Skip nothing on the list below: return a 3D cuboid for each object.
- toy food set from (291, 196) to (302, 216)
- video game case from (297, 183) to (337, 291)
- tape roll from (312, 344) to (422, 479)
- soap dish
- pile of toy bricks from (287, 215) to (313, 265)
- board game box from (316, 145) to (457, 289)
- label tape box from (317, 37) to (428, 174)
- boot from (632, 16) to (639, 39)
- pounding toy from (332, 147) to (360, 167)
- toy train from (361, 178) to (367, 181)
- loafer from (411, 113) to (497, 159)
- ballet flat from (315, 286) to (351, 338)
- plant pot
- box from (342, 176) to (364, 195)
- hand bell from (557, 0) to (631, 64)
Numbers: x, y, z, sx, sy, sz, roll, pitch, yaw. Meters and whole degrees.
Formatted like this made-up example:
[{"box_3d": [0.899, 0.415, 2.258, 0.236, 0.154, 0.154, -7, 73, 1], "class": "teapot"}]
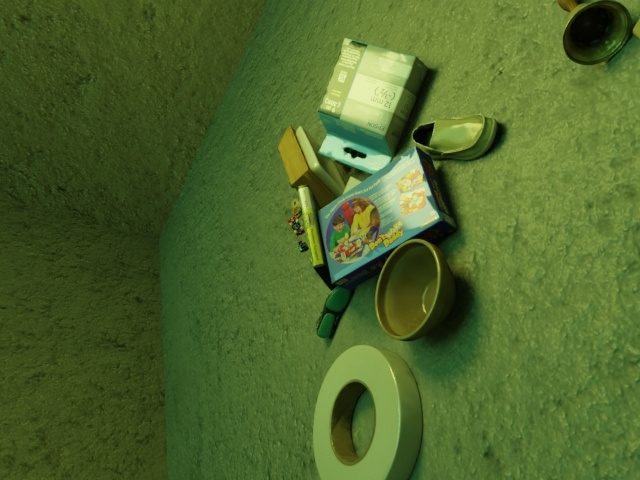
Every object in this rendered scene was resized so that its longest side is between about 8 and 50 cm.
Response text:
[{"box_3d": [-0.084, -0.129, 2.209, 0.082, 0.020, 0.083, -35, 46, 50], "class": "toy food set"}, {"box_3d": [0.000, 0.000, 1.722, 0.275, 0.035, 0.249, 57, -161, -68], "class": "video game case"}, {"box_3d": [0.106, 0.462, 1.474, 0.392, 0.071, 0.392, -39, 42, 47], "class": "tape roll"}, {"box_3d": [-0.025, -0.223, 1.922, 0.118, 0.229, 0.291, -36, 39, 13], "class": "soap dish"}, {"box_3d": [-0.016, 0.010, 1.926, 0.212, 0.118, 0.105, 58, 176, 20], "class": "pile of toy bricks"}, {"box_3d": [0.159, -0.053, 1.523, 0.347, 0.078, 0.234, -32, 54, 30], "class": "board game box"}, {"box_3d": [0.132, -0.394, 1.736, 0.249, 0.115, 0.348, 26, 98, 28], "class": "label tape box"}, {"box_3d": [0.634, -0.380, 0.938, 0.207, 0.090, 0.249, -56, 28, 34], "class": "boot"}, {"box_3d": [0.081, -0.325, 1.926, 0.130, 0.100, 0.141, -59, 31, 26], "class": "pounding toy"}, {"box_3d": [0.142, -0.171, 1.807, 0.158, 0.027, 0.036, 0, 78, 62], "class": "toy train"}, {"box_3d": [0.321, -0.255, 1.448, 0.268, 0.092, 0.102, -3, 72, 61], "class": "loafer"}, {"box_3d": [0.034, 0.204, 1.765, 0.189, 0.070, 0.070, -62, 29, 14], "class": "ballet flat"}, {"box_3d": [0.239, 0.124, 1.372, 0.237, 0.109, 0.238, -38, 43, 47], "class": "plant pot"}, {"box_3d": [0.126, -0.117, 1.704, 0.087, 0.101, 0.102, 31, 103, 41], "class": "box"}, {"box_3d": [0.528, -0.470, 1.204, 0.126, 0.126, 0.242, -53, 22, 34], "class": "hand bell"}]
